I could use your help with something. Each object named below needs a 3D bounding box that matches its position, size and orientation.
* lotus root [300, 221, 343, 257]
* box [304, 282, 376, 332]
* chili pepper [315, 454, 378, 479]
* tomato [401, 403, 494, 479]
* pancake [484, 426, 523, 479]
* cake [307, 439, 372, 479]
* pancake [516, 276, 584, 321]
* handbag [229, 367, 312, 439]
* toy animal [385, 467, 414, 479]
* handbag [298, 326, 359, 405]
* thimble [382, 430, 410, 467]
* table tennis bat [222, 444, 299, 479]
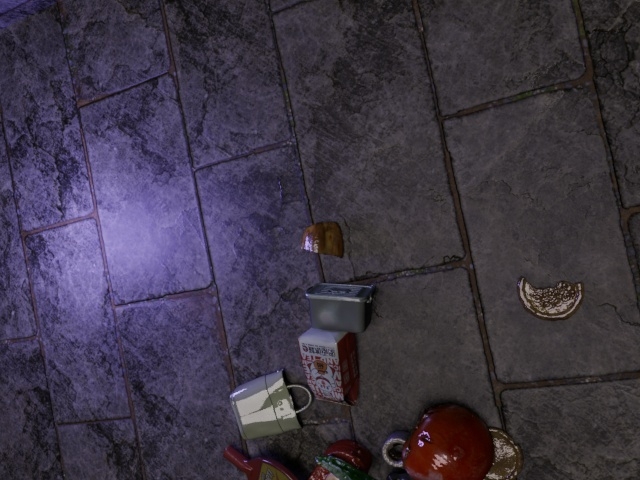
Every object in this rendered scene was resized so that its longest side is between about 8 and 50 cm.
[{"bbox_3d":[0.001,-0.003,1.719,0.160,0.095,0.135,0,88,14],"label":"lotus root"},{"bbox_3d":[0.073,0.238,1.671,0.244,0.163,0.134,1,101,18],"label":"box"},{"bbox_3d":[0.077,0.789,1.582,0.227,0.088,0.059,19,123,25],"label":"chili pepper"},{"bbox_3d":[0.417,0.687,1.501,0.309,0.170,0.308,-1,83,7],"label":"tomato"},{"bbox_3d":[0.580,0.726,1.574,0.200,0.021,0.199,1,92,18],"label":"pancake"},{"bbox_3d":[0.059,0.860,1.693,0.177,0.151,0.282,28,99,13],"label":"cake"},{"bbox_3d":[0.739,0.170,1.501,0.191,0.020,0.184,-34,80,17],"label":"pancake"},{"bbox_3d":[-0.177,0.632,1.822,0.316,0.109,0.241,-20,86,6],"label":"handbag"},{"bbox_3d":[0.325,0.864,1.632,0.245,0.114,0.146,-19,92,-3],"label":"toy animal"},{"bbox_3d":[0.037,0.457,1.700,0.171,0.151,0.297,1,107,29],"label":"handbag"},{"bbox_3d":[0.279,0.728,1.645,0.115,0.090,0.102,-10,85,21],"label":"thimble"},{"bbox_3d":[-0.208,0.931,1.815,0.415,0.051,0.267,26,120,24],"label":"table tennis bat"}]
